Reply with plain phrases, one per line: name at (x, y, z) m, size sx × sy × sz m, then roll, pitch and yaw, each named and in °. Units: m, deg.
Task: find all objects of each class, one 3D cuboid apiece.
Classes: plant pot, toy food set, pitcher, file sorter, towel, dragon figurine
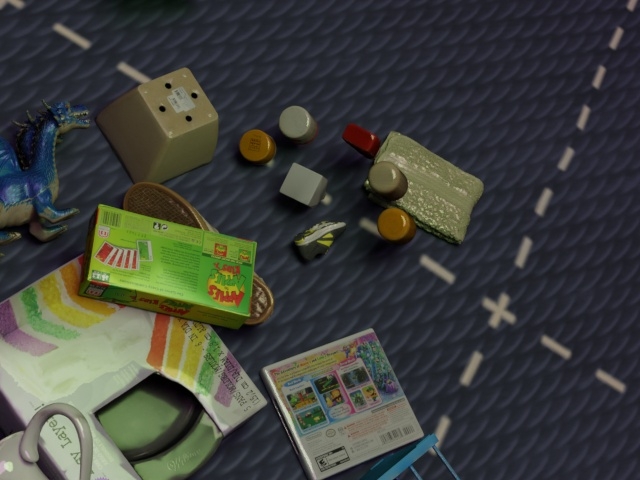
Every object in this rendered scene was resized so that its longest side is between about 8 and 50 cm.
plant pot at (-0.180, -0.139, 1.747) m, size 0.109 × 0.096 × 0.109 m, roll -27°, pitch 79°, yaw -32°
toy food set at (0.023, -0.084, 1.821) m, size 0.232 × 0.104 × 0.111 m, roll 25°, pitch 89°, yaw 13°
pitcher at (-0.266, 0.278, 1.464) m, size 0.207 × 0.177 × 0.125 m, roll 60°, pitch 22°, yaw 14°
file sorter at (0.070, 0.310, 1.635) m, size 0.170 × 0.118 × 0.104 m, roll -34°, pitch 86°, yaw -33°
towel at (0.132, -0.067, 1.900) m, size 0.148 × 0.027 × 0.110 m, roll 30°, pitch 58°, yaw -9°
dragon figurine at (-0.361, -0.055, 1.629) m, size 0.289 × 0.085 × 0.144 m, roll -28°, pitch 80°, yaw -33°

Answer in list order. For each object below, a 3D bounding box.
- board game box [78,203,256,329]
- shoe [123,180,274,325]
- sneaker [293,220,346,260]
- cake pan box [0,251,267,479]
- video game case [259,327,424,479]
board game box at (-0.164, 0.030, 1.627) m, size 0.181 × 0.043 × 0.092 m, roll 14°, pitch 61°, yaw -18°
shoe at (-0.141, 0.019, 1.720) m, size 0.219 × 0.058 × 0.076 m, roll 44°, pitch 87°, yaw 5°
sneaker at (0.000, 0.000, 1.809) m, size 0.083 × 0.031 × 0.035 m, roll -23°, pitch 109°, yaw -41°
cake pan box at (-0.223, 0.150, 1.606) m, size 0.245 × 0.070 × 0.267 m, roll -32°, pitch 82°, yaw -31°
video game case at (0.025, 0.189, 1.732) m, size 0.157 × 0.019 × 0.143 m, roll -18°, pitch 74°, yaw -30°
